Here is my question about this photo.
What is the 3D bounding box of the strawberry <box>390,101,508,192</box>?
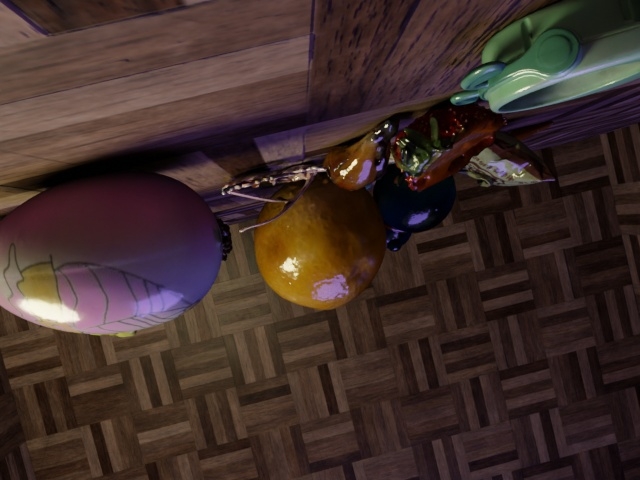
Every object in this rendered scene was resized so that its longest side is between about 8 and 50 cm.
[{"bbox_3d":[0.172,-0.146,0.648,0.192,0.085,0.140,-38,160,4],"label":"strawberry"}]

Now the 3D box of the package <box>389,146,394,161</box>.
[{"bbox_3d":[0.134,-0.178,0.986,0.120,0.031,0.108,-8,-178,7],"label":"package"}]

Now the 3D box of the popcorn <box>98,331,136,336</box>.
[{"bbox_3d":[-0.395,0.079,1.036,0.292,0.294,0.334,19,164,-28],"label":"popcorn"}]

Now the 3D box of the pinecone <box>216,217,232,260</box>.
[{"bbox_3d":[-0.414,0.001,1.606,0.204,0.179,0.184,-2,170,18],"label":"pinecone"}]

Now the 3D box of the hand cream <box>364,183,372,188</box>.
[{"bbox_3d":[0.096,-0.185,1.418,0.083,0.048,0.224,-13,176,33],"label":"hand cream"}]

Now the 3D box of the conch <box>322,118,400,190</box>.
[{"bbox_3d":[0.068,-0.127,0.736,0.086,0.080,0.232,-25,-173,-34],"label":"conch"}]

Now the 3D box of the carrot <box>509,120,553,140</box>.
[{"bbox_3d":[0.557,-0.292,1.234,0.142,0.035,0.035,-21,-178,-2],"label":"carrot"}]

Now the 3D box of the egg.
[{"bbox_3d":[-0.254,0.017,0.544,0.271,0.196,0.196,-12,-178,-12],"label":"egg"}]

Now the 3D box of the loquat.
[{"bbox_3d":[0.000,0.000,1.091,0.328,0.328,0.328,-14,-178,1],"label":"loquat"}]

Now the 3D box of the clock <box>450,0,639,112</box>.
[{"bbox_3d":[0.208,-0.157,0.391,0.188,0.060,0.148,-13,-177,6],"label":"clock"}]

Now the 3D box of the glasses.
[{"bbox_3d":[-0.075,-0.091,0.857,0.255,0.095,0.162,-19,180,-38],"label":"glasses"}]

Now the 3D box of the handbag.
[{"bbox_3d":[0.399,-0.192,1.071,0.213,0.127,0.235,24,-175,-5],"label":"handbag"}]

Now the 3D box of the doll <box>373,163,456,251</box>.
[{"bbox_3d":[0.220,-0.093,1.158,0.198,0.186,0.322,-2,145,-18],"label":"doll"}]
